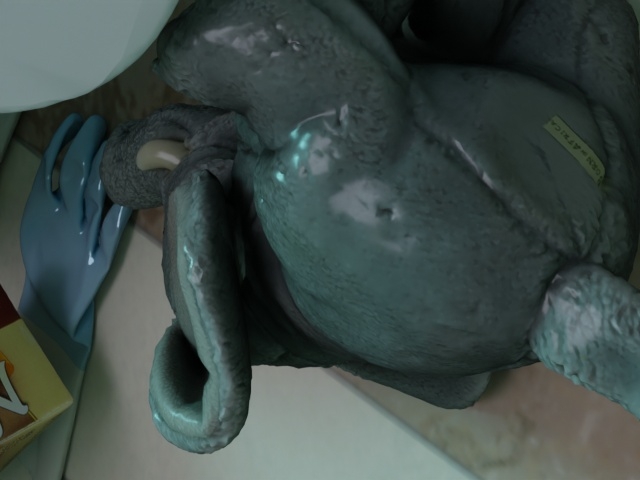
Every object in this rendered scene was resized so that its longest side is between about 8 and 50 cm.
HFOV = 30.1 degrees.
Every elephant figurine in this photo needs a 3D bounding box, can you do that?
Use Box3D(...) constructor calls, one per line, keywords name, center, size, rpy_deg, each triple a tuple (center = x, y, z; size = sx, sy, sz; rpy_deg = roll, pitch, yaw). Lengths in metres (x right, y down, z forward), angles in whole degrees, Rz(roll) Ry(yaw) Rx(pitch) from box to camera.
Box3D(name="elephant figurine", center=(0.000, 0.000, 0.426), size=(0.239, 0.169, 0.186), rpy_deg=(-50, 15, 48))

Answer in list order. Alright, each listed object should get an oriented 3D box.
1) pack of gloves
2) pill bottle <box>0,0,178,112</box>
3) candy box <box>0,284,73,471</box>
Box3D(name="pack of gloves", center=(-0.193, 0.007, 0.680), size=(0.195, 0.046, 0.232), rpy_deg=(40, 121, 37))
Box3D(name="pill bottle", center=(-0.091, -0.184, 0.376), size=(0.169, 0.169, 0.301), rpy_deg=(-47, 29, 38))
Box3D(name="candy box", center=(-0.286, 0.151, 0.666), size=(0.087, 0.183, 0.316), rpy_deg=(57, 136, 6))
